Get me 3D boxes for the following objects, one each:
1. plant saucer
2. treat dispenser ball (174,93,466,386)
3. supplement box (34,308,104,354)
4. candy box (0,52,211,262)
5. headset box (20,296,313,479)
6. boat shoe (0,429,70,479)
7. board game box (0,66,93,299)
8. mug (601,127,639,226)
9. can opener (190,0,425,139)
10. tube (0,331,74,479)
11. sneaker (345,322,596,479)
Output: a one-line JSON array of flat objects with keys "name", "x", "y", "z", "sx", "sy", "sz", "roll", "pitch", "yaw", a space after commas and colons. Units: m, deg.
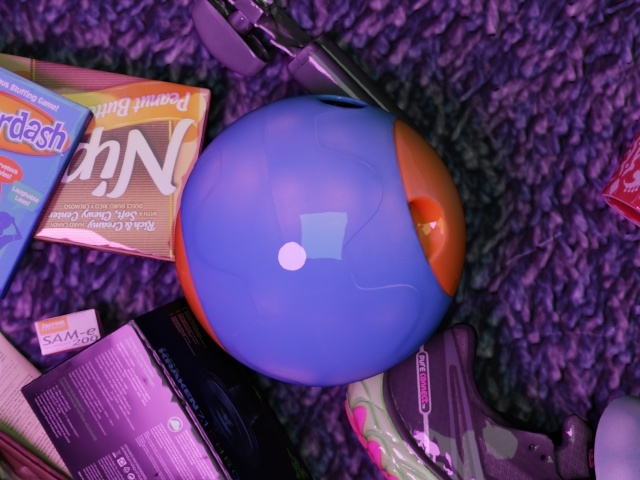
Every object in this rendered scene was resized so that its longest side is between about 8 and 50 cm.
[{"name": "plant saucer", "x": 0.354, "y": 0.250, "z": 1.585, "sx": 0.195, "sy": 0.037, "sz": 0.194, "roll": 25, "pitch": 54, "yaw": -40}, {"name": "treat dispenser ball", "x": 0.000, "y": 0.000, "z": 1.508, "sx": 0.288, "sy": 0.288, "sz": 0.288, "roll": 0, "pitch": 86, "yaw": -5}, {"name": "supplement box", "x": -0.256, "y": 0.095, "z": 1.576, "sx": 0.062, "sy": 0.098, "sz": 0.036, "roll": -13, "pitch": 87, "yaw": -5}, {"name": "candy box", "x": -0.283, "y": -0.090, "z": 1.591, "sx": 0.317, "sy": 0.087, "sz": 0.182, "roll": 10, "pitch": 86, "yaw": -4}, {"name": "headset box", "x": -0.135, "y": 0.195, "z": 1.496, "sx": 0.131, "sy": 0.283, "sz": 0.246, "roll": -31, "pitch": 88, "yaw": 9}, {"name": "boat shoe", "x": -0.241, "y": 0.314, "z": 1.532, "sx": 0.342, "sy": 0.123, "sz": 0.123, "roll": 44, "pitch": 42, "yaw": 4}, {"name": "board game box", "x": -0.343, "y": -0.069, "z": 1.518, "sx": 0.160, "sy": 0.047, "sz": 0.210, "roll": 25, "pitch": 86, "yaw": -2}, {"name": "mug", "x": 0.400, "y": -0.084, "z": 1.641, "sx": 0.150, "sy": 0.113, "sz": 0.169, "roll": 35, "pitch": 87, "yaw": 0}, {"name": "can opener", "x": -0.017, "y": -0.172, "z": 1.641, "sx": 0.283, "sy": 0.076, "sz": 0.095, "roll": 45, "pitch": 116, "yaw": -1}, {"name": "tube", "x": -0.277, "y": 0.195, "z": 1.592, "sx": 0.240, "sy": 0.070, "sz": 0.062, "roll": 37, "pitch": 126, "yaw": 2}, {"name": "sneaker", "x": 0.230, "y": 0.288, "z": 1.563, "sx": 0.202, "sy": 0.185, "sz": 0.482, "roll": -38, "pitch": 91, "yaw": -2}]
